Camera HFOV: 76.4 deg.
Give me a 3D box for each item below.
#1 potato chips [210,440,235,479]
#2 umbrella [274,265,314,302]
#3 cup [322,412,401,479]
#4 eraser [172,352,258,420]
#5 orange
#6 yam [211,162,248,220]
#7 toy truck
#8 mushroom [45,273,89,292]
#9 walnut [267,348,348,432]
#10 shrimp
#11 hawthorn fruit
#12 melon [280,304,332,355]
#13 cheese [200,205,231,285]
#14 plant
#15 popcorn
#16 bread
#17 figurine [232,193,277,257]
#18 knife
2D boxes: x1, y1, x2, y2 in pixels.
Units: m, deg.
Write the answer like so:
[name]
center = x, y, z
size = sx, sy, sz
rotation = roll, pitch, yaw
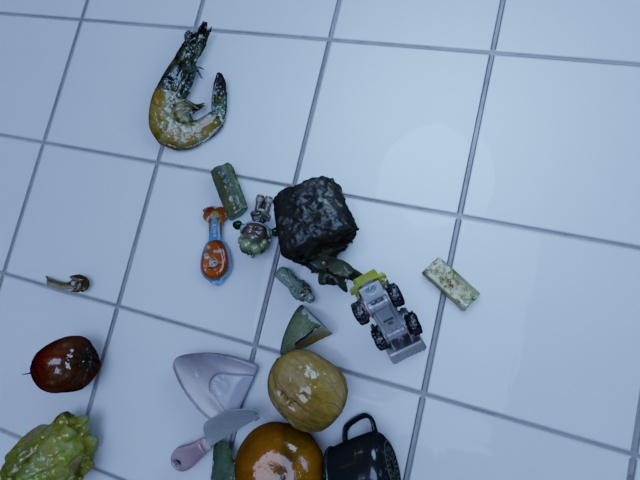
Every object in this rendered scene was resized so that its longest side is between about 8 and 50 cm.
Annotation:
[potato chips]
center = -0.254, 0.688, 1.147
size = 0.167, 0.059, 0.228
rotation = -45, 75, -2
[umbrella]
center = -0.072, 0.131, 1.192
size = 0.143, 0.067, 0.062
rotation = 40, 62, 21
[cup]
center = 0.102, 0.569, 1.049
size = 0.176, 0.169, 0.223
rotation = -24, 42, 16
[eraser]
center = -0.324, 0.409, 1.207
size = 0.243, 0.059, 0.204
rotation = 25, 89, 12
[orange]
center = -0.105, 0.599, 1.071
size = 0.240, 0.171, 0.240
rotation = -2, 75, 7
[yam]
center = -0.283, -0.154, 1.276
size = 0.078, 0.078, 0.179
rotation = -26, 76, 8
[toy truck]
center = 0.177, 0.199, 1.068
size = 0.136, 0.111, 0.286
rotation = -28, 120, 8
[mushroom]
center = -0.866, 0.143, 1.375
size = 0.187, 0.061, 0.060
rotation = 0, 87, 17
[walnut]
center = -0.038, 0.390, 1.078
size = 0.221, 0.195, 0.195
rotation = 36, 91, 18
[shrimp]
center = -0.421, -0.515, 1.362
size = 0.272, 0.085, 0.445
rotation = 16, 88, 9
[hawthorn fruit]
center = -0.815, 0.386, 1.262
size = 0.235, 0.181, 0.181
rotation = -8, 80, 7
[melon]
center = -0.048, 0.251, 1.168
size = 0.202, 0.093, 0.139
rotation = -39, 44, 33
[cheese]
center = -0.331, 0.014, 1.280
size = 0.106, 0.037, 0.256
rotation = -5, 81, 11
[plant]
center = 0.000, 0.000, 1.117
size = 0.213, 0.215, 0.312
rotation = -17, 81, 14
[popcorn]
center = -0.790, 0.648, 1.208
size = 0.259, 0.259, 0.212
rotation = -18, 103, 10
[bread]
center = 0.357, 0.118, 1.113
size = 0.068, 0.028, 0.153
rotation = -46, 77, 1
[figurine]
center = -0.190, -0.045, 1.228
size = 0.147, 0.093, 0.197
rotation = 10, 83, 0
[knife]
center = -0.307, 0.553, 1.164
size = 0.336, 0.043, 0.081
rotation = -40, 85, 14
